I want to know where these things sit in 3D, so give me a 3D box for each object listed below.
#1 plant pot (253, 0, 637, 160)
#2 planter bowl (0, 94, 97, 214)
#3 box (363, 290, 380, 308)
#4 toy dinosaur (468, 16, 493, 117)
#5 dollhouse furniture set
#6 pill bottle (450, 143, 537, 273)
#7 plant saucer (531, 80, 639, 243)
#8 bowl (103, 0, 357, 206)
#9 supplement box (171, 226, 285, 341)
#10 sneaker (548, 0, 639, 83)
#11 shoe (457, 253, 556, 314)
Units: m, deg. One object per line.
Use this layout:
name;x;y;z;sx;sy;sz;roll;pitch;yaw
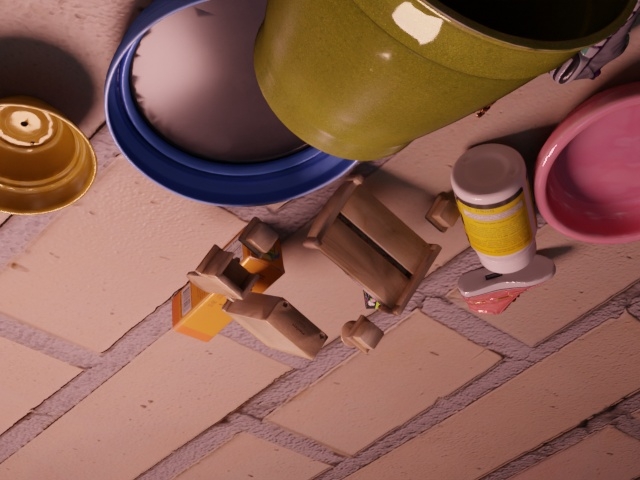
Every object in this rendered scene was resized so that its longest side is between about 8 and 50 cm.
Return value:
plant pot;0.096;-0.268;1.147;0.366;0.366;0.353;12;151;-21
planter bowl;-0.427;-0.142;1.480;0.217;0.090;0.217;-4;139;-4
box;0.111;0.076;1.833;0.062;0.052;0.083;-1;137;-7
toy dinosaur;0.257;-0.294;1.381;0.218;0.164;0.322;-10;119;-21
dollhouse furniture set;0.000;0.000;1.674;0.303;0.355;0.174;41;163;-22
pill bottle;0.286;-0.046;1.672;0.119;0.119;0.208;-15;137;9
plant saucer;0.493;-0.132;1.634;0.332;0.084;0.332;-5;138;-4
bowl;-0.105;-0.208;1.466;0.391;0.077;0.391;-4;138;-3
supplement box;-0.162;0.078;1.777;0.078;0.080;0.233;25;130;-32
sneaker;0.408;-0.311;1.445;0.098;0.083;0.223;-5;148;-35
shoe;0.341;0.081;1.868;0.178;0.063;0.081;-15;139;16
